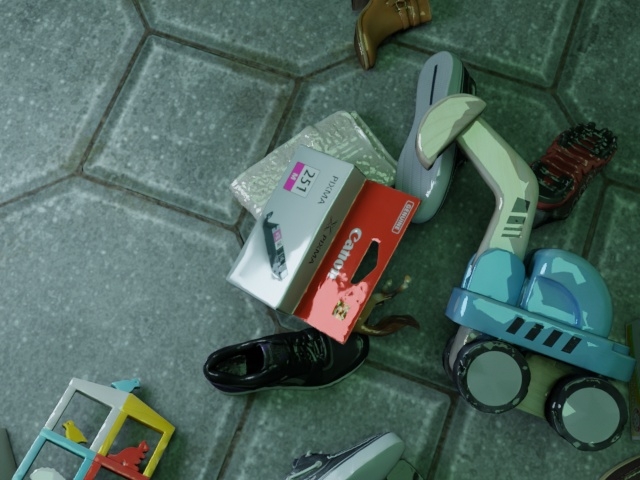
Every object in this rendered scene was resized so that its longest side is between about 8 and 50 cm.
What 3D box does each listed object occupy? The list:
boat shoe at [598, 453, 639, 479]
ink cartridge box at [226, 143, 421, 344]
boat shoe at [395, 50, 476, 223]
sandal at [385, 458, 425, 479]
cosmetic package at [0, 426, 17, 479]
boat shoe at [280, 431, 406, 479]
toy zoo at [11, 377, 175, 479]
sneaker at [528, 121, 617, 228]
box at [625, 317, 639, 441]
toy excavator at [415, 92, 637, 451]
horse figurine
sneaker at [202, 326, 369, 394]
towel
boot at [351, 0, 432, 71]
[{"bbox_3d":[0.453,0.448,1.093,0.341,0.123,0.123,-31,76,-7],"label":"boat shoe"},{"bbox_3d":[0.000,0.000,1.176,0.238,0.060,0.275,25,84,36],"label":"ink cartridge box"},{"bbox_3d":[0.229,-0.178,1.275,0.119,0.121,0.335,24,72,-32],"label":"boat shoe"},{"bbox_3d":[0.177,0.432,1.148,0.179,0.040,0.067,42,79,12],"label":"sandal"},{"bbox_3d":[-0.554,0.471,1.121,0.160,0.113,0.310,-23,76,-6],"label":"cosmetic package"},{"bbox_3d":[-0.005,0.388,1.139,0.301,0.108,0.102,-35,51,-6],"label":"boat shoe"},{"bbox_3d":[-0.366,0.354,1.139,0.192,0.030,0.293,29,59,-6],"label":"toy zoo"},{"bbox_3d":[0.435,-0.112,1.270,0.097,0.135,0.276,37,55,23],"label":"sneaker"},{"bbox_3d":[0.580,0.231,1.162,0.114,0.103,0.203,3,74,2],"label":"box"},{"bbox_3d":[0.307,0.039,1.115,0.432,0.222,0.446,20,89,5],"label":"toy excavator"},{"bbox_3d":[0.041,0.092,1.210,0.263,0.066,0.174,33,59,30],"label":"horse figurine"},{"bbox_3d":[-0.053,0.201,1.177,0.283,0.124,0.107,-13,75,-2],"label":"sneaker"},{"bbox_3d":[-0.004,-0.109,1.303,0.282,0.049,0.187,-36,76,-8],"label":"towel"},{"bbox_3d":[0.142,-0.424,1.379,0.152,0.073,0.197,-2,77,-3],"label":"boot"}]
